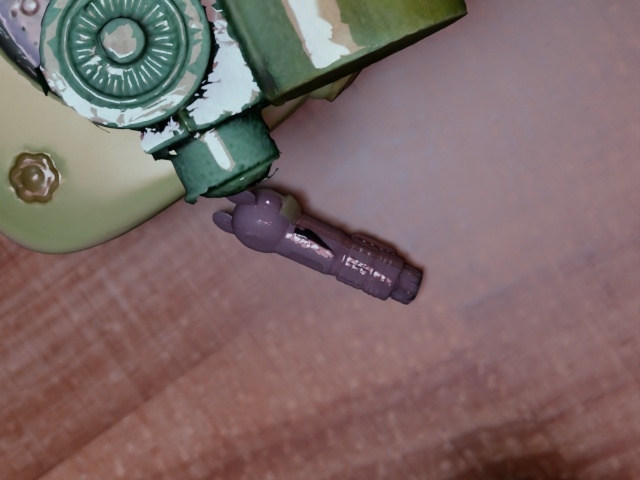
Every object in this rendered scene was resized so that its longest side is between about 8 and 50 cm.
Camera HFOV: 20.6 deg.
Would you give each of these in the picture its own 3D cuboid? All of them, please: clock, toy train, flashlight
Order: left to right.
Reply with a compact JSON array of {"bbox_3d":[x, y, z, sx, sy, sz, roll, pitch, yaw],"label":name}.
[{"bbox_3d":[-0.066,-0.174,0.743,0.189,0.126,0.307,-26,91,-7],"label":"toy train"},{"bbox_3d":[-0.068,-0.152,0.844,0.308,0.096,0.235,-29,91,10],"label":"clock"},{"bbox_3d":[0.000,0.000,0.887,0.110,0.052,0.031,24,64,-2],"label":"flashlight"}]
